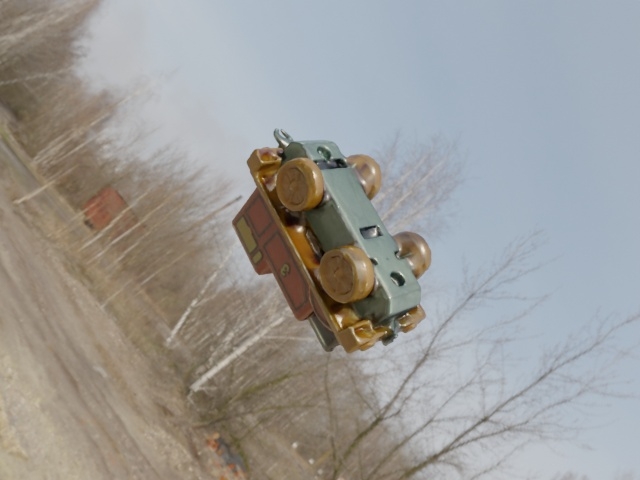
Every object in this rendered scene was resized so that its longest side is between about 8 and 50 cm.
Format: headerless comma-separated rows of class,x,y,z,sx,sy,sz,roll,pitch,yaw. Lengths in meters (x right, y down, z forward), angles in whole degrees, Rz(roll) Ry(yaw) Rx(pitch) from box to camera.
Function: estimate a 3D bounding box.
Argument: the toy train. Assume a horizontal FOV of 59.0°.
toy train,0.000,0.000,0.849,0.231,0.163,0.369,-45,-114,42
